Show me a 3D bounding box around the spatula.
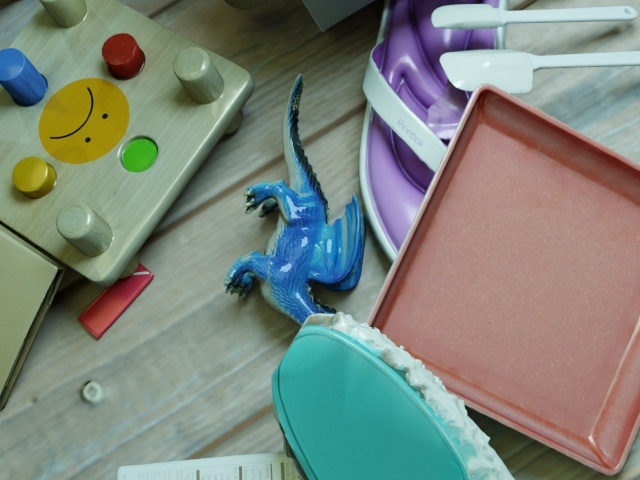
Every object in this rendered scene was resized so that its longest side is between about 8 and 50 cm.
[{"bbox_3d":[0.210,-0.209,1.006,0.242,0.019,0.168,-5,55,-21],"label":"spatula"}]

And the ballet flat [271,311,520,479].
[{"bbox_3d":[0.112,0.228,0.847,0.147,0.147,0.409,-38,85,-5],"label":"ballet flat"}]

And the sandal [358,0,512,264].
[{"bbox_3d":[0.112,-0.142,1.008,0.169,0.102,0.416,-6,67,8],"label":"sandal"}]

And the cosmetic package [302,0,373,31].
[{"bbox_3d":[0.064,-0.328,1.044,0.238,0.107,0.127,-30,49,11],"label":"cosmetic package"}]

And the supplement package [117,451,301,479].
[{"bbox_3d":[-0.074,0.245,0.910,0.179,0.105,0.105,-6,69,6],"label":"supplement package"}]

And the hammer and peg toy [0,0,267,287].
[{"bbox_3d":[-0.207,-0.161,1.058,0.266,0.127,0.361,29,78,20],"label":"hammer and peg toy"}]

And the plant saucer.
[{"bbox_3d":[0.191,0.034,0.922,0.258,0.048,0.259,27,80,-8],"label":"plant saucer"}]

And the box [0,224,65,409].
[{"bbox_3d":[-0.358,0.047,1.033,0.201,0.021,0.164,31,105,18],"label":"box"}]

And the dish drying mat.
[{"bbox_3d":[-0.203,0.056,1.046,0.032,0.008,0.083,39,81,18],"label":"dish drying mat"}]

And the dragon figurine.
[{"bbox_3d":[0.000,0.000,0.988,0.144,0.085,0.289,12,79,11],"label":"dragon figurine"}]
